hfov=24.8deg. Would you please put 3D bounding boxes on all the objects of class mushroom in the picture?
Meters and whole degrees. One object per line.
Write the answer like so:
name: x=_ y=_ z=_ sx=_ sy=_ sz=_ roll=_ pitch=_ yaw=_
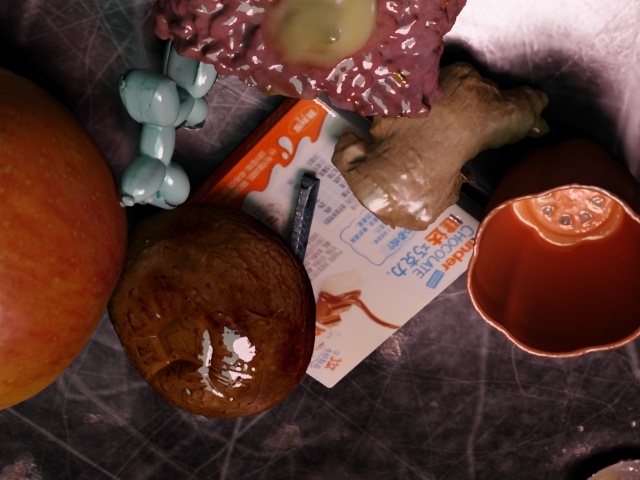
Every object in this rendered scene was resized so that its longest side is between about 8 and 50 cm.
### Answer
mushroom: x=-0.109 y=0.075 z=1.434 sx=0.231 sy=0.138 sz=0.194 roll=47 pitch=129 yaw=-7

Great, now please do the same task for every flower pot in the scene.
flower pot: x=0.238 y=-0.007 z=1.413 sx=0.191 sy=0.173 sz=0.190 roll=4 pitch=119 yaw=7

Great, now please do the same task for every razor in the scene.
razor: x=-0.029 y=0.016 z=1.473 sx=0.066 sy=0.033 sz=0.190 roll=25 pitch=122 yaw=20

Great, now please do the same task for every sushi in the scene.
sushi: x=0.000 y=-0.218 z=1.248 sx=0.270 sy=0.236 sz=0.171 roll=19 pitch=115 yaw=-8

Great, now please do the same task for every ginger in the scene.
ginger: x=0.116 y=-0.105 z=1.396 sx=0.213 sy=0.074 sz=0.137 roll=-38 pitch=109 yaw=-3

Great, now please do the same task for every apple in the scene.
apple: x=-0.347 y=0.005 z=1.345 sx=0.340 sy=0.339 sz=0.339 roll=0 pitch=125 yaw=0

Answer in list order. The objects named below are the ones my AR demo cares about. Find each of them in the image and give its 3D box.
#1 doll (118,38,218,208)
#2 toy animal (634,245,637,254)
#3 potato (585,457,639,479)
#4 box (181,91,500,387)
doll: x=-0.148 y=-0.102 z=1.374 sx=0.059 sy=0.159 sz=0.158 roll=16 pitch=131 yaw=17
toy animal: x=0.399 y=-0.012 z=1.428 sx=0.171 sy=0.171 sz=0.197 roll=11 pitch=119 yaw=-7
potato: x=0.421 y=0.323 z=1.722 sx=0.261 sy=0.100 sz=0.120 roll=25 pitch=84 yaw=0
box: x=0.000 y=0.000 z=1.507 sx=0.265 sy=0.048 sz=0.273 roll=37 pitch=117 yaw=-22
